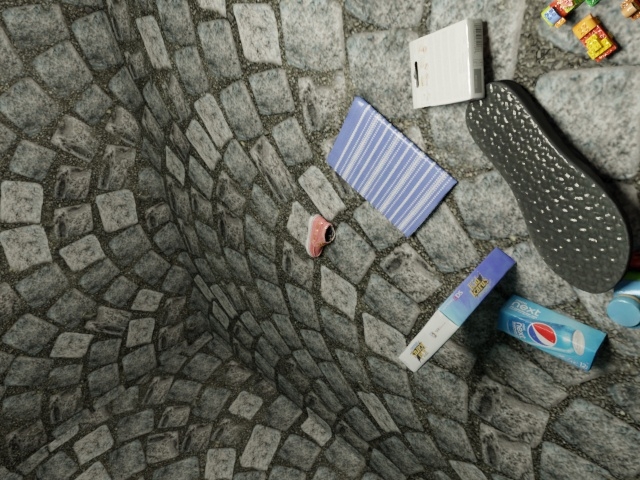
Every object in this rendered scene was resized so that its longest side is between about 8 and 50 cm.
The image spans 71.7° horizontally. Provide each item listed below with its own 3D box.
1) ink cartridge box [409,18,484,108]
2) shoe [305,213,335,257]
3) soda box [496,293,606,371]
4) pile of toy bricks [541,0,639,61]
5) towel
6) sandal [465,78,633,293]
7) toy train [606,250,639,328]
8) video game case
[{"bbox_3d":[0.254,-0.350,0.902,0.179,0.045,0.145,-157,57,-65],"label":"ink cartridge box"},{"bbox_3d":[0.000,0.000,1.501,0.081,0.064,0.177,36,137,35],"label":"shoe"},{"bbox_3d":[0.524,0.208,1.019,0.210,0.071,0.067,25,136,38],"label":"soda box"},{"bbox_3d":[0.384,-0.376,0.673,0.212,0.105,0.118,53,146,4],"label":"pile of toy bricks"},{"bbox_3d":[0.171,-0.189,1.167,0.336,0.040,0.243,45,143,12],"label":"towel"},{"bbox_3d":[0.446,-0.117,0.838,0.445,0.107,0.167,64,149,11],"label":"sandal"},{"bbox_3d":[0.626,0.094,0.733,0.248,0.143,0.105,-2,117,52],"label":"toy train"},{"bbox_3d":[0.324,0.168,1.057,0.061,0.270,0.244,41,144,20],"label":"video game case"}]
